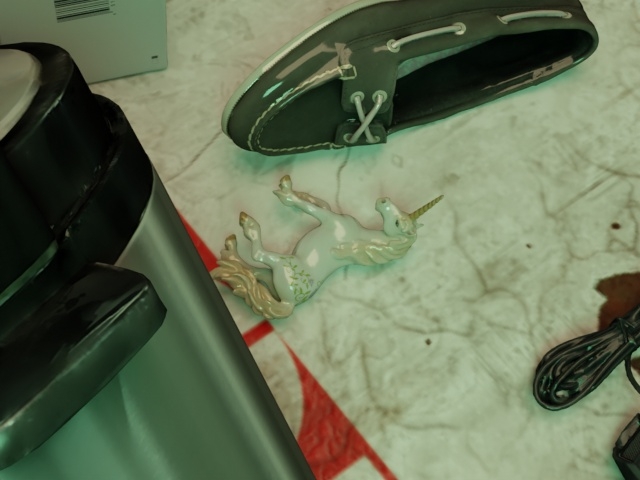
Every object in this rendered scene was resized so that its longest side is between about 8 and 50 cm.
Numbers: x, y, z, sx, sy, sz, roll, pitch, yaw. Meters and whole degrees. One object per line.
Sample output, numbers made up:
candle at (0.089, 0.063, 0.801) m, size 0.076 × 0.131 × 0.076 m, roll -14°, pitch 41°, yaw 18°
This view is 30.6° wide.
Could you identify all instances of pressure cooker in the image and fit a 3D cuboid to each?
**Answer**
pressure cooker at (-0.214, 0.097, 0.551) m, size 0.369 × 0.420 × 0.375 m, roll -22°, pitch 26°, yaw 3°

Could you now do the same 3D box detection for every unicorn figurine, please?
unicorn figurine at (0.000, 0.000, 0.894) m, size 0.111 × 0.060 × 0.162 m, roll 40°, pitch 81°, yaw 16°

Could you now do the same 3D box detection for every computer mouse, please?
computer mouse at (0.295, 0.142, 0.829) m, size 0.184 × 0.060 × 0.262 m, roll -37°, pitch 60°, yaw -8°

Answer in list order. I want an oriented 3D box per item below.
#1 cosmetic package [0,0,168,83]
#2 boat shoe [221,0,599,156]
cosmetic package at (-0.216, -0.276, 0.926) m, size 0.138 × 0.224 × 0.225 m, roll -13°, pitch 63°, yaw -13°
boat shoe at (0.083, -0.139, 0.943) m, size 0.335 × 0.112 × 0.095 m, roll -27°, pitch 62°, yaw -22°
